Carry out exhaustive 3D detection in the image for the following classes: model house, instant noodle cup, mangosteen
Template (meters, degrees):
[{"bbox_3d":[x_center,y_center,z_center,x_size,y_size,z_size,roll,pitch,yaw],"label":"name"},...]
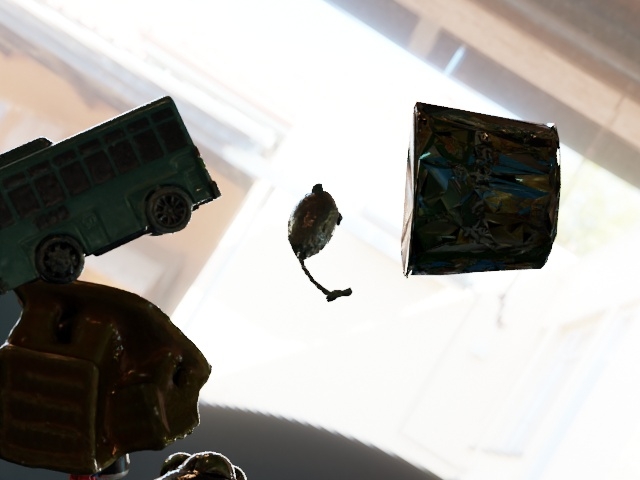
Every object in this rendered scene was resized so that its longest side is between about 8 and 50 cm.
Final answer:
[{"bbox_3d":[-0.282,0.190,1.696,0.268,0.239,0.173,10,-47,0],"label":"model house"},{"bbox_3d":[0.197,-0.058,1.688,0.178,0.240,0.240,4,-8,-1],"label":"instant noodle cup"},{"bbox_3d":[-0.206,0.450,2.154,0.243,0.243,0.243,32,-7,4],"label":"mangosteen"}]

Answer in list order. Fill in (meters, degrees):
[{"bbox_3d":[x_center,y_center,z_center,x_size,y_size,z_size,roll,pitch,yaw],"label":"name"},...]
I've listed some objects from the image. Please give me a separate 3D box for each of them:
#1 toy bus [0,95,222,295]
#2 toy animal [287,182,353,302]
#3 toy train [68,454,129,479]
[{"bbox_3d":[-0.246,-0.041,1.373,0.147,0.256,0.128,66,-14,-3],"label":"toy bus"},{"bbox_3d":[-0.009,0.002,1.948,0.070,0.079,0.253,42,24,-27],"label":"toy animal"},{"bbox_3d":[-0.316,0.245,1.903,0.131,0.203,0.083,-4,8,-14],"label":"toy train"}]
